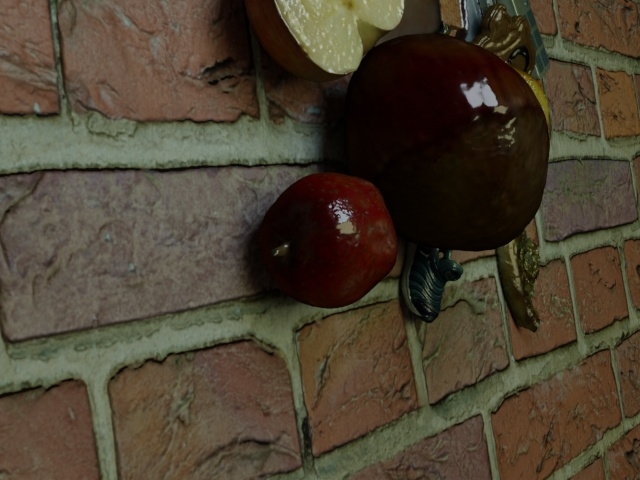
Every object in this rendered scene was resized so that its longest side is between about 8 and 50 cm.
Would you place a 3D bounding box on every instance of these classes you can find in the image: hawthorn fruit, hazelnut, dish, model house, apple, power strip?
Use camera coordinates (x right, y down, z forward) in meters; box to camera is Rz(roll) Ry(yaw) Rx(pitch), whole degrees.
[{"bbox_3d":[0.000,0.000,1.421,0.250,0.215,0.215,-14,93,-46],"label":"hawthorn fruit"},{"bbox_3d":[0.218,-0.180,1.631,0.421,0.353,0.421,35,22,-17],"label":"hazelnut"},{"bbox_3d":[0.355,-0.510,2.094,0.182,0.080,0.243,-26,103,-52],"label":"dish"},{"bbox_3d":[0.201,-0.443,1.787,0.172,0.183,0.166,-2,84,-52],"label":"model house"},{"bbox_3d":[-0.017,-0.392,1.498,0.251,0.163,0.293,53,53,-19],"label":"apple"},{"bbox_3d":[0.524,-0.538,2.351,0.118,0.046,0.270,-45,116,-48],"label":"power strip"}]

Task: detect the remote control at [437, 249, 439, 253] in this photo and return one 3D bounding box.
[{"bbox_3d":[0.234,-0.036,1.876,0.053,0.018,0.124,-22,100,-54],"label":"remote control"}]

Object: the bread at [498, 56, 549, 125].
[{"bbox_3d":[0.379,-0.318,1.965,0.261,0.160,0.147,12,104,-28],"label":"bread"}]

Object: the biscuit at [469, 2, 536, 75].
[{"bbox_3d":[0.411,-0.396,2.071,0.208,0.041,0.290,-31,130,-22],"label":"biscuit"}]

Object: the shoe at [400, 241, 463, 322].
[{"bbox_3d":[0.220,0.057,1.766,0.091,0.106,0.207,28,65,-45],"label":"shoe"}]

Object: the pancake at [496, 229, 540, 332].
[{"bbox_3d":[0.480,0.030,2.157,0.197,0.054,0.376,5,79,-53],"label":"pancake"}]
